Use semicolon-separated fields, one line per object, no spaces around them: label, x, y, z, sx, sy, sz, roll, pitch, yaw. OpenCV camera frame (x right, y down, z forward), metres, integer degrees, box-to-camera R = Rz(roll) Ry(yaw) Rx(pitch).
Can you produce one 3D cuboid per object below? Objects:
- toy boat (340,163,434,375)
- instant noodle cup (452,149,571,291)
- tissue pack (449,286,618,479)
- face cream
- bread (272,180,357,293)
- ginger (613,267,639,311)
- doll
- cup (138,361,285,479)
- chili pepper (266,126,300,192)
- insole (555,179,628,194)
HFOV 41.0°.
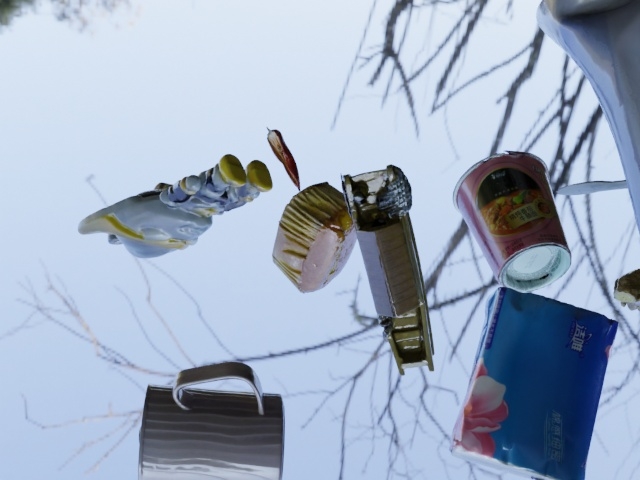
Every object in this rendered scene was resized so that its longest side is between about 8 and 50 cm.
toy boat;0.153;0.063;1.735;0.136;0.445;0.162;-12;-163;11
instant noodle cup;0.436;-0.031;1.891;0.244;0.244;0.255;-1;-132;-14
tissue pack;0.332;0.227;1.319;0.209;0.137;0.269;18;-107;2
face cream;0.289;-0.060;0.707;0.137;0.420;0.235;-17;176;27
bread;0.000;0.000;2.197;0.156;0.288;0.204;39;-141;24
ginger;0.686;0.102;1.834;0.205;0.115;0.081;-17;-112;-32
doll;-0.199;-0.042;1.209;0.316;0.103;0.145;-24;-178;38
cup;-0.207;0.353;1.620;0.273;0.288;0.208;4;-175;-5
chili pepper;-0.079;-0.191;1.983;0.027;0.045;0.178;-14;-110;-42
insole;0.507;-0.096;1.534;0.188;0.064;0.004;-6;-106;-14
